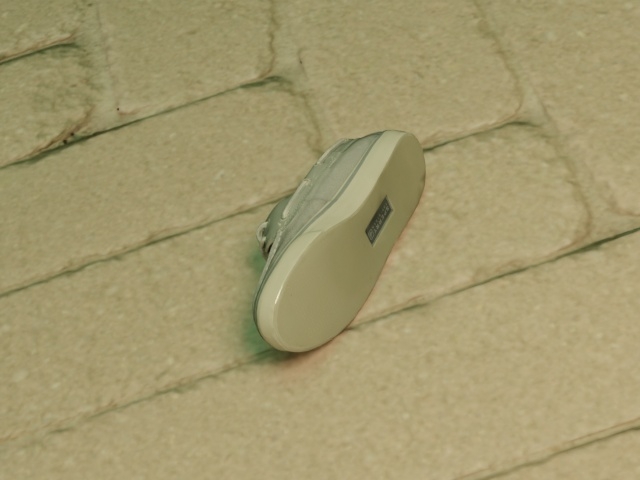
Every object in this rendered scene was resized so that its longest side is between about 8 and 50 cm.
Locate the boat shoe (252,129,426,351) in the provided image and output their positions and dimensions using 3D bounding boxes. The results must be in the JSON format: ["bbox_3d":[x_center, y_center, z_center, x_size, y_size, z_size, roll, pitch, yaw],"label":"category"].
[{"bbox_3d":[0.000,-0.001,1.170,0.081,0.079,0.227,1,38,34],"label":"boat shoe"}]
